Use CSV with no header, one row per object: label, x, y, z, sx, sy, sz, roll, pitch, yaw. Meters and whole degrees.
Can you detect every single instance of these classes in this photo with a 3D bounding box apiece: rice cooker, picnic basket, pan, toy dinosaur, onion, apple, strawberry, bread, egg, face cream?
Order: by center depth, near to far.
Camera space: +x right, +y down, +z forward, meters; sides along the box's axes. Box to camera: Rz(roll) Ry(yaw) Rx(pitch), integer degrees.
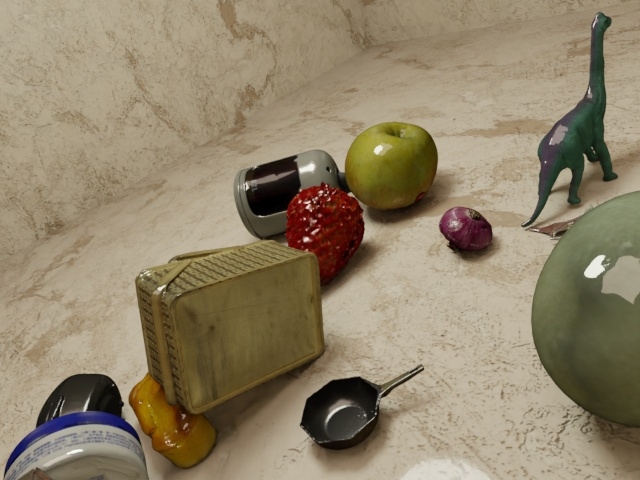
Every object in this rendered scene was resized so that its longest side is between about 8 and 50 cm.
egg,0.422,0.076,0.669,0.258,0.259,0.352,7,46,44
face cream,-0.373,0.381,0.797,0.205,0.206,0.111,-31,34,-15
pan,0.071,0.272,0.814,0.201,0.048,0.128,-14,30,21
picnic basket,-0.168,0.139,0.952,0.312,0.228,0.175,-17,20,-38
bread,-0.283,0.319,0.960,0.102,0.094,0.245,-40,32,-18
rice cooker,-0.462,0.348,0.996,0.118,0.142,0.203,-8,33,3
toy dinosaur,0.521,-0.031,1.021,0.220,0.032,0.108,-6,35,49
toy dinosaur,0.522,-0.261,1.100,0.383,0.331,0.129,-34,27,-23
onion,0.308,-0.019,1.105,0.115,0.115,0.105,-80,17,-58
strawberry,0.000,0.000,1.210,0.205,0.205,0.245,-4,51,33
apple,0.187,-0.201,1.367,0.260,0.194,0.261,2,37,-1

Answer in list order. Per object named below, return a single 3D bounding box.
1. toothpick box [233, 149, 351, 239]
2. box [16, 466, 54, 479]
toothpick box,-0.063,-0.136,1.483,0.316,0.229,0.229,-14,29,14
box,-0.415,0.485,0.626,0.297,0.225,0.190,-34,31,-18
